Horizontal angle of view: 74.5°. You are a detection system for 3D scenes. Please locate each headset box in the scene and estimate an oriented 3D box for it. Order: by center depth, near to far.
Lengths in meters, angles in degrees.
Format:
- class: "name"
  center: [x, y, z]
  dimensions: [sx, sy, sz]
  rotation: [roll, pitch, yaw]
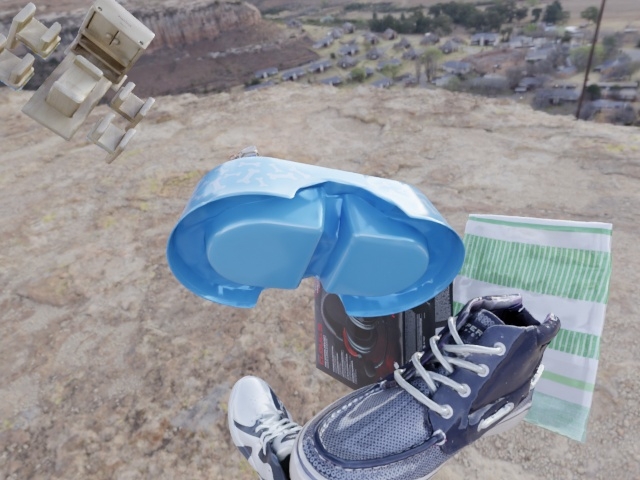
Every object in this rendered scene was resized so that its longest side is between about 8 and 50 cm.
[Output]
- class: "headset box"
  center: [0.088, 0.145, 0.745]
  dimensions: [0.110, 0.218, 0.293]
  rotation: [-3, 4, -30]

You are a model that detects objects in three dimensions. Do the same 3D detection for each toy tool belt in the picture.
- class: "toy tool belt"
  center: [-0.212, -0.231, 1.198]
  dimensions: [0.083, 0.051, 0.052]
  rotation: [-25, -5, -2]

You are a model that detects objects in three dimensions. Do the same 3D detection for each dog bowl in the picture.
- class: "dog bowl"
  center: [0.000, 0.000, 0.438]
  dimensions: [0.296, 0.166, 0.074]
  rotation: [7, 47, -17]

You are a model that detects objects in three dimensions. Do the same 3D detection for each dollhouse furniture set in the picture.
- class: "dollhouse furniture set"
  center: [-0.413, -0.276, 0.729]
  dimensions: [0.160, 0.212, 0.242]
  rotation: [-16, 47, 44]

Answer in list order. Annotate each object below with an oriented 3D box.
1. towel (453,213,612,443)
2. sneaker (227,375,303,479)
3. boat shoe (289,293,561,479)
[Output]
- class: "towel"
  center: [0.324, 0.118, 0.697]
  dimensions: [0.247, 0.038, 0.325]
  rotation: [8, 80, 44]
- class: "sneaker"
  center: [-0.045, 0.255, 0.543]
  dimensions: [0.093, 0.153, 0.235]
  rotation: [3, 43, -29]
- class: "boat shoe"
  center: [0.124, 0.148, 0.452]
  dimensions: [0.340, 0.158, 0.127]
  rotation: [-7, 28, -37]
